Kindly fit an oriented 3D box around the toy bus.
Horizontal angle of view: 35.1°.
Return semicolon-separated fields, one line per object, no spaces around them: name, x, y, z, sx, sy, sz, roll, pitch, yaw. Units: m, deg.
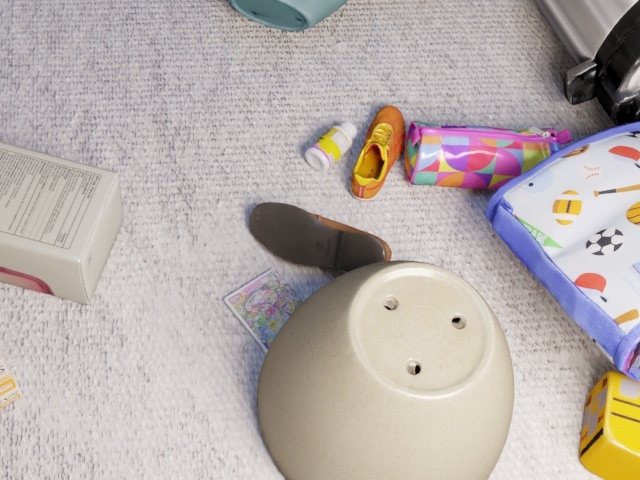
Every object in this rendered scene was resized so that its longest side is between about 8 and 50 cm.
toy bus;0.505;0.281;1.279;0.332;0.108;0.130;16;57;3

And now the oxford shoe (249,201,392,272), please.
oxford shoe;0.000;0.000;1.416;0.212;0.076;0.076;20;99;19

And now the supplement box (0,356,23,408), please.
supplement box;-0.428;0.168;1.274;0.062;0.036;0.098;-31;68;-22

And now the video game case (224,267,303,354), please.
video game case;-0.061;0.103;1.372;0.087;0.011;0.122;-32;68;-23

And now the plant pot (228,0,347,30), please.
plant pot;-0.050;-0.442;1.568;0.290;0.290;0.195;16;82;3

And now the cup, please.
cup;0.099;0.155;1.222;0.331;0.237;0.331;4;61;-7

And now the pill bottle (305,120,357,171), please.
pill bottle;0.018;-0.142;1.509;0.043;0.043;0.083;37;61;15

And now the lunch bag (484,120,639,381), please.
lunch bag;0.451;0.015;1.320;0.385;0.239;0.328;-12;41;-22

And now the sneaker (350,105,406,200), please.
sneaker;0.092;-0.138;1.502;0.064;0.067;0.175;15;57;4

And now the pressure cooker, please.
pressure cooker;0.541;-0.379;1.528;0.375;0.370;0.420;-3;58;-37

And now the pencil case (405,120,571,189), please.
pencil case;0.243;-0.127;1.496;0.236;0.104;0.104;0;59;-6

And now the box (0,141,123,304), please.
box;-0.396;-0.030;1.343;0.232;0.127;0.149;15;58;2
